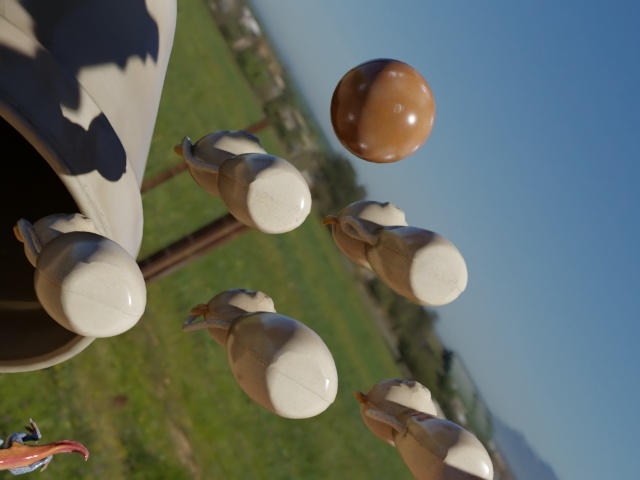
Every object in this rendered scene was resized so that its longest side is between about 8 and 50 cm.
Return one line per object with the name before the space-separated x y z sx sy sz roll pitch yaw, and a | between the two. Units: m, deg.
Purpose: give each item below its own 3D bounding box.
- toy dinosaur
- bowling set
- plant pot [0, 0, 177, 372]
toy dinosaur | -0.227 0.148 1.009 0.082 0.090 0.047 -3 78 -63
bowling set | 0.000 0.000 0.776 0.287 0.199 0.154 31 1 -19
plant pot | -0.241 -0.111 1.024 0.323 0.323 0.280 60 38 -33
